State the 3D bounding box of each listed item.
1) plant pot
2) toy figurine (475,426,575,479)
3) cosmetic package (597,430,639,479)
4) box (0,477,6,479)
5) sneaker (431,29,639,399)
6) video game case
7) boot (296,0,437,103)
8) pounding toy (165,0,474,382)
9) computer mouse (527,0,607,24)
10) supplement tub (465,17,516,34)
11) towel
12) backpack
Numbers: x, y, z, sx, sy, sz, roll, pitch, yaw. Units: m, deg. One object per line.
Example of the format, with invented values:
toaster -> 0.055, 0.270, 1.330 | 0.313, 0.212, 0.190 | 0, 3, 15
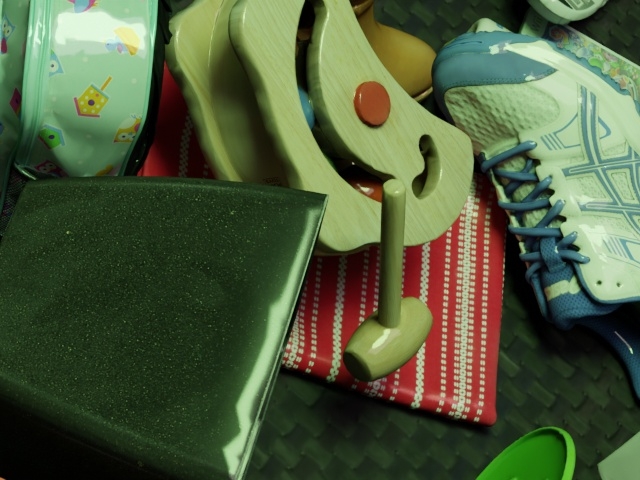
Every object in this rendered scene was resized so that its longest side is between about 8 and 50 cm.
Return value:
plant pot -> -0.109, 0.070, 1.119 | 0.167, 0.187, 0.188 | 16, 61, 1
toy figurine -> 0.155, 0.229, 1.212 | 0.159, 0.130, 0.173 | 38, 73, -13
cosmetic package -> 0.296, 0.139, 1.317 | 0.231, 0.085, 0.117 | -19, 70, -49
box -> -0.187, 0.202, 1.030 | 0.257, 0.128, 0.122 | 27, 52, -10
sneaker -> 0.179, -0.013, 1.341 | 0.296, 0.112, 0.131 | 42, 56, -12
video game case -> 0.199, -0.117, 1.499 | 0.122, 0.011, 0.087 | 28, 52, -8
boot -> 0.018, -0.155, 1.340 | 0.197, 0.152, 0.073 | 5, 59, -24
pounding toy -> 0.034, -0.064, 1.223 | 0.154, 0.155, 0.269 | -32, 106, -40
computer mouse -> 0.198, -0.212, 1.534 | 0.106, 0.042, 0.193 | 49, 42, 2
supplement tub -> 0.144, -0.105, 1.426 | 0.107, 0.071, 0.071 | 30, 52, -8
towel -> 0.000, 0.000, 1.314 | 0.275, 0.031, 0.199 | 19, 55, -16
backpack -> -0.164, -0.104, 1.193 | 0.144, 0.188, 0.166 | 10, 57, -21
